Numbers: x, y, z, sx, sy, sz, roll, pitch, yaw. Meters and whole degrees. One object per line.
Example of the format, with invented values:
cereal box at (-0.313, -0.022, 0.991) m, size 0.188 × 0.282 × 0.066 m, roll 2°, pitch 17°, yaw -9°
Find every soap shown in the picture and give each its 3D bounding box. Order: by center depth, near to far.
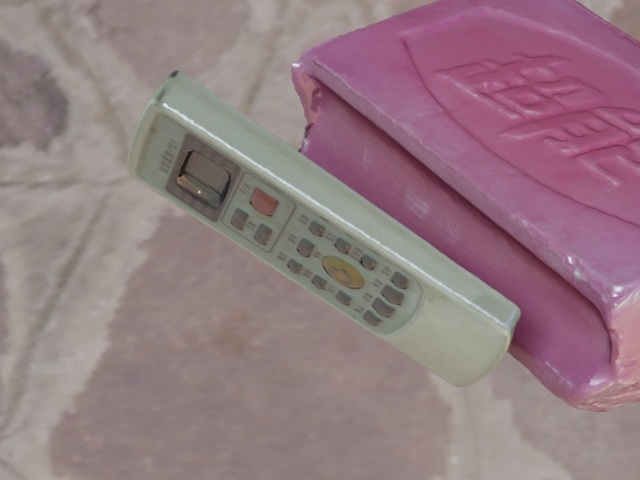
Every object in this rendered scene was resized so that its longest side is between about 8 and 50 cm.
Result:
soap at (0.172, -0.040, 1.361) m, size 0.233 × 0.359 × 0.128 m, roll -22°, pitch 133°, yaw -27°

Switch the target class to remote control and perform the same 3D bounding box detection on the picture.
remote control at (0.000, 0.000, 1.252) m, size 0.285 × 0.123 × 0.038 m, roll 36°, pitch 66°, yaw 0°
